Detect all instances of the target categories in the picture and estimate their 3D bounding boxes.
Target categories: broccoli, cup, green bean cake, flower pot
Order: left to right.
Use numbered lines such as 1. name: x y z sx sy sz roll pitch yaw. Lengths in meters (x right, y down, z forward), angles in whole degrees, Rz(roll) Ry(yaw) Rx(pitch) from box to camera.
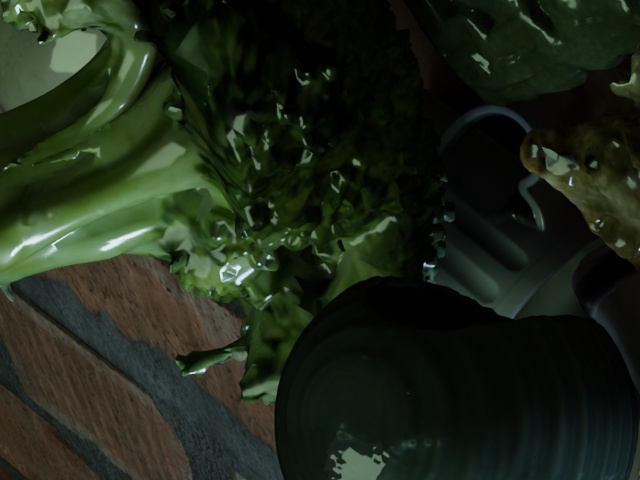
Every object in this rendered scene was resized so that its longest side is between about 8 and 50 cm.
1. broccoli: -0.061 -0.081 1.221 0.277 0.317 0.338 -105 28 -42
2. flower pot: 0.077 0.106 1.111 0.189 0.243 0.157 11 94 34
3. cup: 0.107 -0.019 1.402 0.202 0.221 0.167 42 -160 23
4. green bean cake: 0.122 -0.211 1.091 0.241 0.132 0.255 57 155 -9

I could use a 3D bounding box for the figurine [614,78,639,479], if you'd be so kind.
1. figurine: 0.261 0.004 1.085 0.208 0.181 0.257 130 142 -62

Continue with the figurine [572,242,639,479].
1. figurine: 0.232 0.149 1.318 0.253 0.211 0.361 37 155 6

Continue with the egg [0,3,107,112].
1. egg: -0.159 -0.174 1.510 0.219 0.219 0.269 56 153 -15

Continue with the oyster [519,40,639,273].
1. oyster: 0.272 -0.057 0.915 0.361 0.221 0.096 14 -173 20
